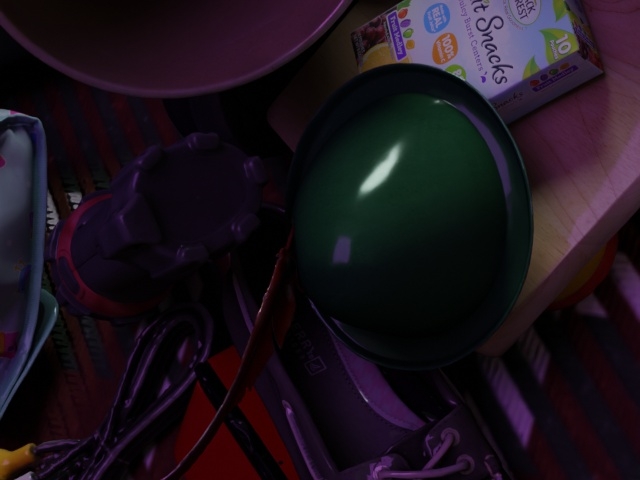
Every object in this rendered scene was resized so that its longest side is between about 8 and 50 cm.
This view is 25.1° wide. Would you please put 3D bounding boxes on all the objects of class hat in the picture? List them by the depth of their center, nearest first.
[{"bbox_3d":[0.000,0.000,0.777,0.173,0.184,0.208,-25,76,35],"label":"hat"}]

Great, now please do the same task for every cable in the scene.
[{"bbox_3d":[-0.179,0.163,1.051,0.287,0.072,0.139,-43,48,16],"label":"cable"}]

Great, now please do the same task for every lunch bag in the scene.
[{"bbox_3d":[-0.328,0.024,1.149,0.223,0.160,0.262,7,102,45],"label":"lunch bag"}]

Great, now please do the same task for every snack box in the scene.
[{"bbox_3d":[0.091,-0.115,0.871,0.141,0.037,0.100,-28,58,27],"label":"snack box"}]

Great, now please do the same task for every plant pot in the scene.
[{"bbox_3d":[-0.121,-0.252,0.905,0.256,0.256,0.274,-53,29,7],"label":"plant pot"}]

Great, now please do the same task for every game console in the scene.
[{"bbox_3d":[-0.028,0.145,0.987,0.124,0.085,0.144,-29,51,-13],"label":"game console"}]

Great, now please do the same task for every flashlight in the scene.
[{"bbox_3d":[-0.112,-0.006,0.959,0.304,0.103,0.103,-25,47,67],"label":"flashlight"}]

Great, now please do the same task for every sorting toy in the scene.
[{"bbox_3d":[0.131,-0.090,0.916,0.255,0.089,0.257,-49,51,11],"label":"sorting toy"}]

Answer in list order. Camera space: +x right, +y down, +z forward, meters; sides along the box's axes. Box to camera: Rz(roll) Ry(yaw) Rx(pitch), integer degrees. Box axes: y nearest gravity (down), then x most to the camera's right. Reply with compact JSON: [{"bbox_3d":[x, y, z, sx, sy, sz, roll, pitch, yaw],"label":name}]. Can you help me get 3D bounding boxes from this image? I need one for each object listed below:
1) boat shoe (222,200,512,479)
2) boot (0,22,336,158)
[{"bbox_3d":[0.025,0.104,0.889,0.112,0.095,0.335,-27,50,-12],"label":"boat shoe"},{"bbox_3d":[-0.208,-0.184,1.166,0.445,0.146,0.367,-11,55,29],"label":"boot"}]
